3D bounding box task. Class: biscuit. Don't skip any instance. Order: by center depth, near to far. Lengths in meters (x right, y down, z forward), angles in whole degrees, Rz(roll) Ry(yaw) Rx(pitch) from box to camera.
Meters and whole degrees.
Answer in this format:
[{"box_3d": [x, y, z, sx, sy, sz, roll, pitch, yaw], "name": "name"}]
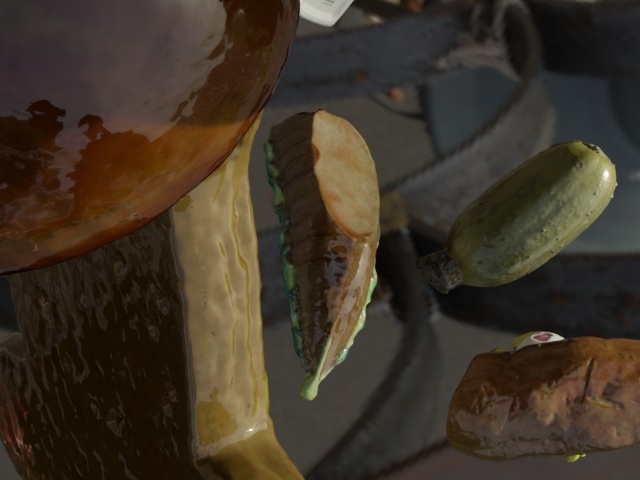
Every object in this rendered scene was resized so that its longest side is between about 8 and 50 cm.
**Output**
[{"box_3d": [-0.103, 0.023, 0.990, 0.076, 0.368, 0.394, -18, 108, -27], "name": "biscuit"}]

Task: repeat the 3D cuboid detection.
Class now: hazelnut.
[{"box_3d": [-0.132, -0.104, 0.569, 0.217, 0.217, 0.251, -42, 83, -7], "name": "hazelnut"}]

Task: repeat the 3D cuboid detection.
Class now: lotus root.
[{"box_3d": [0.165, -0.014, 1.514, 0.183, 0.090, 0.077, -37, 92, 5], "name": "lotus root"}]

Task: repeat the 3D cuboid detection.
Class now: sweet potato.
[{"box_3d": [0.218, 0.117, 1.430, 0.252, 0.097, 0.097, -10, 113, -3], "name": "sweet potato"}]

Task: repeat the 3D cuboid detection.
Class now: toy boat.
[{"box_3d": [0.006, -0.004, 1.634, 0.108, 0.293, 0.099, 16, 140, -25], "name": "toy boat"}]

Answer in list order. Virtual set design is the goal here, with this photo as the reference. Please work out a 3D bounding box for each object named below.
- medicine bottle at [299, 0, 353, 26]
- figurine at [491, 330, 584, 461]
[{"box_3d": [-0.028, -0.330, 1.893, 0.132, 0.188, 0.088, -52, 148, 17], "name": "medicine bottle"}, {"box_3d": [0.222, 0.136, 1.651, 0.129, 0.178, 0.109, 39, 67, -5], "name": "figurine"}]
